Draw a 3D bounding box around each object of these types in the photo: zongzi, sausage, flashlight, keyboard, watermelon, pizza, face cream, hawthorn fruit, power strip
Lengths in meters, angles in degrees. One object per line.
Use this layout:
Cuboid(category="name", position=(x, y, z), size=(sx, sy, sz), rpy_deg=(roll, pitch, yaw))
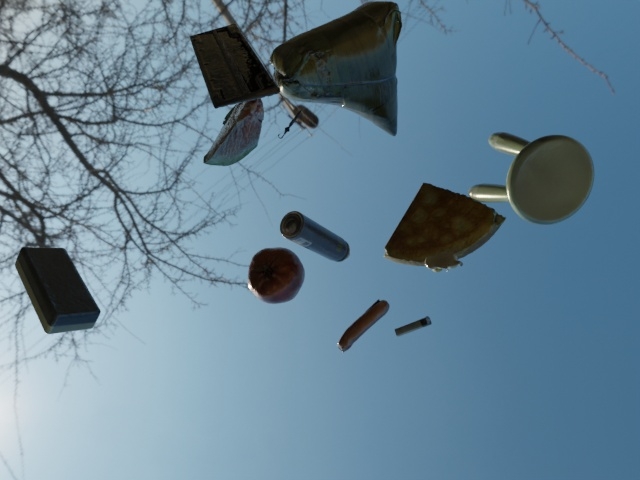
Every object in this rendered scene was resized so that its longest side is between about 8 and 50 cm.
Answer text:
Cuboid(category="zongzi", position=(0.059, -0.360, 1.020), size=(0.323, 0.360, 0.160), rpy_deg=(-28, -134, -10))
Cuboid(category="sausage", position=(0.109, 0.208, 1.012), size=(0.040, 0.047, 0.176), rpy_deg=(42, -121, 19))
Cuboid(category="flashlight", position=(0.193, 0.180, 0.846), size=(0.083, 0.018, 0.018), rpy_deg=(-34, -114, 39))
Cuboid(category="keyboard", position=(-0.096, -0.190, 0.425), size=(0.063, 0.010, 0.198), rpy_deg=(-18, -133, -9))
Cuboid(category="watermelon", position=(-0.152, -0.200, 0.740), size=(0.081, 0.094, 0.180), rpy_deg=(23, -107, -7))
Cuboid(category="pizza", position=(0.345, -0.010, 1.166), size=(0.258, 0.087, 0.268), rpy_deg=(33, -91, 39))
Cuboid(category="face cream", position=(0.000, 0.000, 1.092), size=(0.073, 0.283, 0.073), rpy_deg=(-11, -112, 29))
Cuboid(category="hawthorn fruit", position=(-0.128, 0.115, 1.256), size=(0.179, 0.200, 0.179), rpy_deg=(-7, -112, 16))
Cuboid(category="power strip", position=(-0.626, 0.109, 0.959), size=(0.256, 0.105, 0.070), rpy_deg=(45, -70, 28))

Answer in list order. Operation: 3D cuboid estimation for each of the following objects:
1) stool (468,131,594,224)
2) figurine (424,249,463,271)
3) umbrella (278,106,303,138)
Cuboid(category="stool", position=(0.495, -0.152, 0.961), size=(0.199, 0.195, 0.195), rpy_deg=(-101, -152, -74))
Cuboid(category="figurine", position=(0.293, 0.056, 0.961), size=(0.083, 0.050, 0.047), rpy_deg=(-9, -126, 22))
Cuboid(category="umbrella", position=(-0.102, -0.412, 1.433), size=(0.149, 0.022, 0.022), rpy_deg=(-39, -165, 33))
